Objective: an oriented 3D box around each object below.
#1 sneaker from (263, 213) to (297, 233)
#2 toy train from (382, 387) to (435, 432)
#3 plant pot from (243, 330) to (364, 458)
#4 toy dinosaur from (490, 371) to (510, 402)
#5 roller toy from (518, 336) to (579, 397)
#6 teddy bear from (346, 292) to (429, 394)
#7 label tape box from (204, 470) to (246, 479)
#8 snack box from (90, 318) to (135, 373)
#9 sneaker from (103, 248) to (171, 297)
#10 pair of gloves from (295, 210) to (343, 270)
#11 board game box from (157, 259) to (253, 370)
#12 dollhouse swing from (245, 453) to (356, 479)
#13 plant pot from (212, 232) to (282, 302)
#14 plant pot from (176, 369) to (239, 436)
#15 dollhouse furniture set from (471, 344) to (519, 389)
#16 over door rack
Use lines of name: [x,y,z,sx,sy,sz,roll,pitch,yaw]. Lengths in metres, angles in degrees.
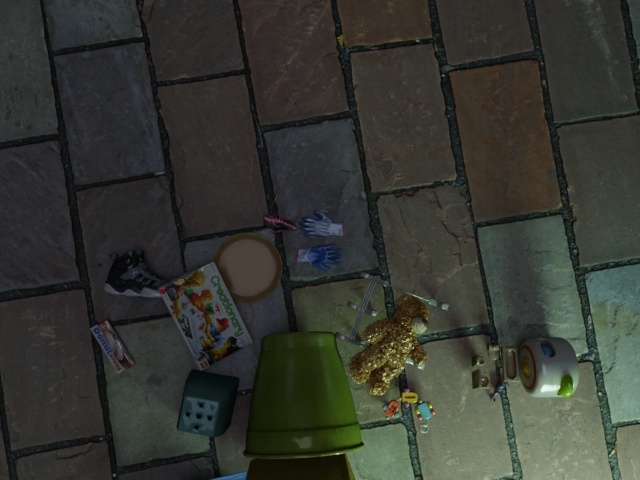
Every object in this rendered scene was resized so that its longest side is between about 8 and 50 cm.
sneaker: [-0.139,-0.047,1.911,0.119,0.047,0.057,16,109,-1]
toy train: [0.296,0.565,1.897,0.166,0.046,0.125,27,88,2]
plant pot: [-0.059,0.467,1.761,0.367,0.366,0.352,-3,76,-2]
toy dinosaur: [0.603,0.508,1.923,0.082,0.047,0.090,-35,56,6]
roller toy: [0.731,0.413,1.846,0.146,0.209,0.191,-1,75,-1]
teddy bear: [0.231,0.333,1.778,0.338,0.113,0.245,-37,104,-10]
label tape box: [-0.317,0.917,1.828,0.241,0.106,0.333,-11,87,-3]
snack box: [-0.688,0.351,1.879,0.064,0.022,0.178,-32,89,-2]
sneaker: [-0.570,0.106,1.853,0.269,0.101,0.153,4,90,1]
pair of gloves: [0.000,0.000,1.919,0.159,0.023,0.198,5,88,-2]
board game box: [-0.369,0.241,1.829,0.193,0.053,0.305,-28,103,-16]
dollhouse swing: [-0.032,0.802,1.722,0.305,0.347,0.315,-20,89,-4]
plant pot: [-0.246,0.092,1.902,0.237,0.032,0.236,0,88,-3]
plant pot: [-0.363,0.523,1.779,0.166,0.234,0.165,11,88,-2]
dollhouse furniture set: [0.582,0.413,1.857,0.151,0.123,0.144,0,73,6]
over door rack: [0.229,0.264,1.885,0.324,0.108,0.239,22,89,-15]
